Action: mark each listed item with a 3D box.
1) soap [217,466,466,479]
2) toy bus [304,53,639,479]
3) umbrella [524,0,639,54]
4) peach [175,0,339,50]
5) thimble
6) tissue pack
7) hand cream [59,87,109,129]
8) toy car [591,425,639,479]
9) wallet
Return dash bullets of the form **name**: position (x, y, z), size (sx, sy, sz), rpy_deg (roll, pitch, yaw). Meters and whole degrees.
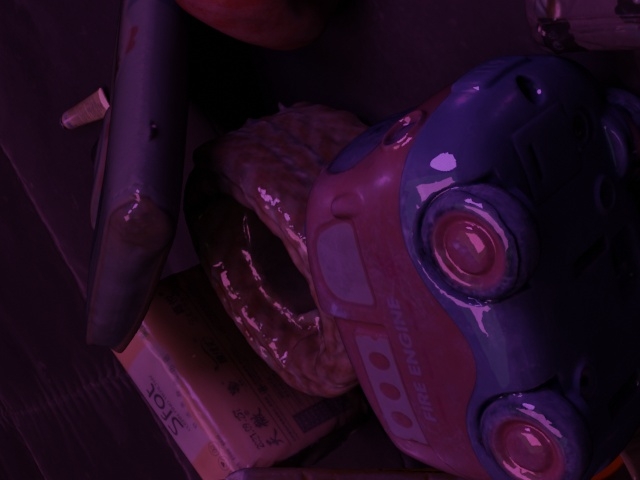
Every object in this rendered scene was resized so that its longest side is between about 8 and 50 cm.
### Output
- **soap**: position (0.025, 0.253, 1.096), size (0.173, 0.274, 0.089), rpy_deg (-41, 49, 55)
- **toy bus**: position (0.103, 0.027, 0.863), size (0.232, 0.197, 0.294), rpy_deg (-2, 115, 42)
- **umbrella**: position (0.253, -0.140, 0.685), size (0.337, 0.073, 0.067), rpy_deg (7, 140, 49)
- **peach**: position (-0.055, -0.228, 0.970), size (0.152, 0.152, 0.152), rpy_deg (32, 137, 35)
- **thimble**: position (0.001, 0.006, 1.059), size (0.229, 0.148, 0.196), rpy_deg (48, 147, 22)
- **tissue pack**: position (-0.079, 0.129, 1.217), size (0.222, 0.186, 0.090), rpy_deg (52, 135, 13)
- **hand cream**: position (-0.257, -0.141, 1.393), size (0.102, 0.022, 0.035), rpy_deg (-15, 102, 50)
- **toy car**: position (0.235, 0.222, 0.949), size (0.235, 0.145, 0.235), rpy_deg (167, 90, -70)
- **wallet**: position (-0.150, -0.096, 1.076), size (0.252, 0.083, 0.360), rpy_deg (111, 163, -53)
